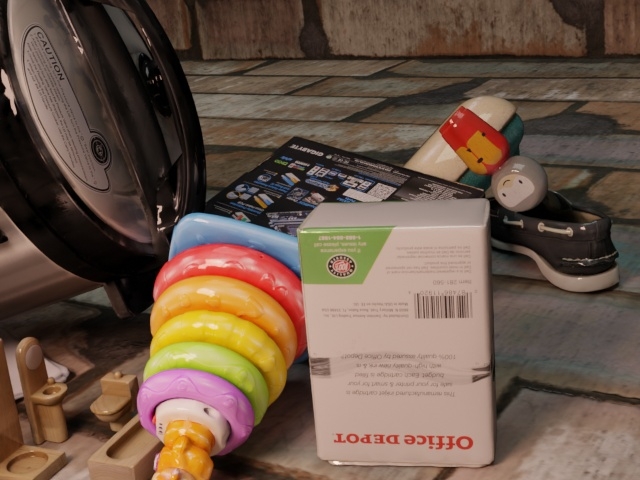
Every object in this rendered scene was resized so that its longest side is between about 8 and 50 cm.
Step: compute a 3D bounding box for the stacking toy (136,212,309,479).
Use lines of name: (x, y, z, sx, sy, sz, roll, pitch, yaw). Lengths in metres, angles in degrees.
stacking toy: (-0.101, 0.133, 0.900, 0.165, 0.175, 0.302, 14, 43, 1)

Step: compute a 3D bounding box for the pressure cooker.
pressure cooker: (-0.333, -0.110, 1.060, 0.420, 0.370, 0.375, -18, 52, 16)

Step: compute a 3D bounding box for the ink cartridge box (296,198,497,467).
ink cartridge box: (0.073, 0.081, 0.885, 0.160, 0.219, 0.092, -1, 17, 12)

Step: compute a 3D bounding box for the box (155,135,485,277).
box: (0.000, 0.000, 1.189, 0.295, 0.073, 0.293, 19, 44, 30)

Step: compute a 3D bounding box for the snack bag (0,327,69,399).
snack bag: (-0.490, 0.151, 1.109, 0.342, 0.037, 0.323, -17, 22, -36)

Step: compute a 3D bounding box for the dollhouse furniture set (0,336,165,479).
dollhouse furniture set: (-0.220, 0.145, 0.926, 0.151, 0.123, 0.144, 3, 21, 23)

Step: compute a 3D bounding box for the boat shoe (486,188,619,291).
boat shoe: (0.295, -0.025, 1.310, 0.114, 0.091, 0.302, -14, 20, -17)

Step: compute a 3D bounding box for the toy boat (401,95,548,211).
toy boat: (0.195, -0.082, 1.322, 0.267, 0.148, 0.318, -47, 0, -8)
